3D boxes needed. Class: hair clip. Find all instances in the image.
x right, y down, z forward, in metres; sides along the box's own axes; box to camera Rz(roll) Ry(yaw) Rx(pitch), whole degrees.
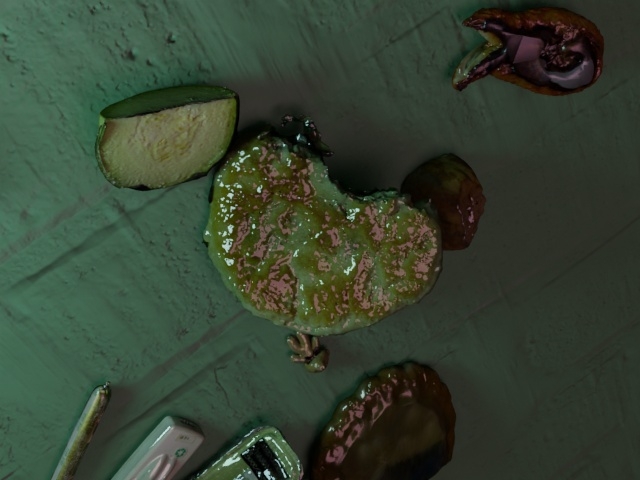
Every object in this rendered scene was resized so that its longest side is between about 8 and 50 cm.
[{"bbox_3d":[-0.176,0.458,1.590,0.321,0.138,0.091,-35,160,-3],"label":"hair clip"}]

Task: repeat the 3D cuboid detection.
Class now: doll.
[{"bbox_3d":[-0.024,0.190,1.558,0.061,0.051,0.093,-40,102,-1],"label":"doll"}]

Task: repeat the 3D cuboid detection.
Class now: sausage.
[{"bbox_3d":[-0.386,0.329,1.428,0.033,0.033,0.269,15,111,-37],"label":"sausage"}]

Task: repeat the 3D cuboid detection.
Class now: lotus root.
[{"bbox_3d":[0.195,-0.063,1.469,0.095,0.135,0.159,18,96,-36],"label":"lotus root"}]

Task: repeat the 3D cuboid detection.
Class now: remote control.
[{"bbox_3d":[-0.291,0.395,1.517,0.230,0.049,0.090,-50,134,5],"label":"remote control"}]

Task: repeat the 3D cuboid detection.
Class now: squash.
[{"bbox_3d":[-0.213,-0.148,1.205,0.192,0.085,0.184,-13,154,-21],"label":"squash"}]

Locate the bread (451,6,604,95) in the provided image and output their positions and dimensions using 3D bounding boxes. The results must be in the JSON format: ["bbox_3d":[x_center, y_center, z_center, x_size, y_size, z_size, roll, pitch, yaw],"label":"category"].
[{"bbox_3d":[0.327,-0.297,1.412,0.269,0.095,0.139,2,117,-16],"label":"bread"}]

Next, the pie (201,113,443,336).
[{"bbox_3d":[0.000,0.000,1.338,0.371,0.078,0.296,30,103,-14],"label":"pie"}]

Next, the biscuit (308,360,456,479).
[{"bbox_3d":[0.122,0.394,1.747,0.335,0.078,0.329,-38,127,-7],"label":"biscuit"}]
